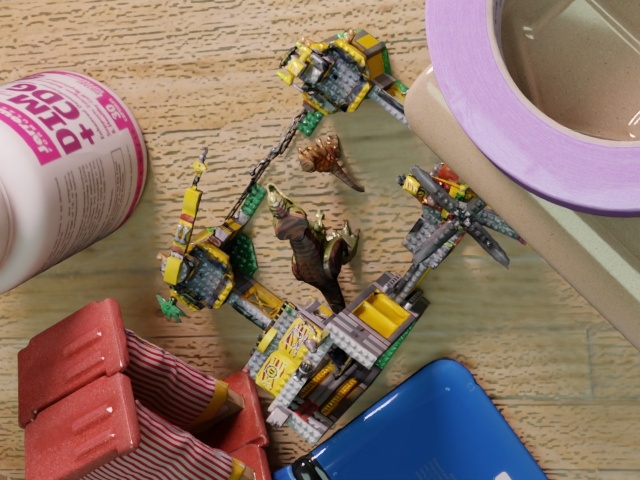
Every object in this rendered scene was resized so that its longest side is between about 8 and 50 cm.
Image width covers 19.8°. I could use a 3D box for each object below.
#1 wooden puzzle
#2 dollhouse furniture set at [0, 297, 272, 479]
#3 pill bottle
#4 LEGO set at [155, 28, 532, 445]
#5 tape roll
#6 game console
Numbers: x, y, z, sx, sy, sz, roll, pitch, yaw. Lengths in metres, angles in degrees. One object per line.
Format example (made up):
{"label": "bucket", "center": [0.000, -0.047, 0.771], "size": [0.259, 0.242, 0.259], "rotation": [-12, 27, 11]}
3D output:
{"label": "wooden puzzle", "center": [0.288, -0.109, 1.344], "size": [0.322, 0.080, 0.348], "rotation": [45, 95, 8]}
{"label": "dollhouse furniture set", "center": [-0.241, 0.221, 1.587], "size": [0.374, 0.201, 0.152], "rotation": [-31, 50, 25]}
{"label": "pill bottle", "center": [-0.269, -0.042, 1.513], "size": [0.160, 0.283, 0.160], "rotation": [5, 106, 18]}
{"label": "LEGO set", "center": [0.000, 0.000, 1.480], "size": [0.255, 0.192, 0.331], "rotation": [45, 113, 3]}
{"label": "tape roll", "center": [0.213, -0.154, 1.272], "size": [0.275, 0.090, 0.274], "rotation": [0, 89, 9]}
{"label": "game console", "center": [0.089, 0.286, 1.616], "size": [0.250, 0.173, 0.293], "rotation": [-36, 91, -7]}
